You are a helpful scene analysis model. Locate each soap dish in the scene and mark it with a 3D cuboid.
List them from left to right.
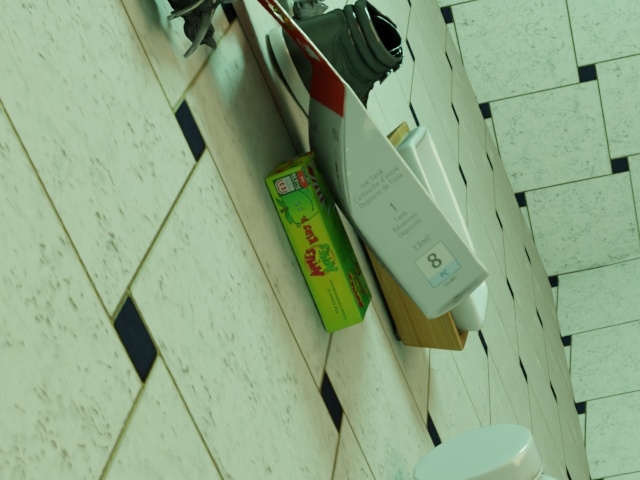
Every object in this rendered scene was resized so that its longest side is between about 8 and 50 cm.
[{"bbox_3d":[0.129,-0.005,1.859,0.229,0.118,0.290,-52,123,-74],"label":"soap dish"}]

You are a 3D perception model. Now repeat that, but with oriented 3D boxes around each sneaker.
[{"bbox_3d":[0.052,-0.204,1.767,0.296,0.147,0.104,50,23,-60],"label":"sneaker"}]

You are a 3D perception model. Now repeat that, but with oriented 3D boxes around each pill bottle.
[{"bbox_3d":[0.228,0.387,1.544,0.188,0.188,0.333,-60,130,-73],"label":"pill bottle"}]

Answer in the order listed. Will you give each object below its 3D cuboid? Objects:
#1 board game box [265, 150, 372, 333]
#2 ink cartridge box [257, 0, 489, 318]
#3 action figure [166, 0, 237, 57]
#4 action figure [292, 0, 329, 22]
[{"bbox_3d":[0.000,0.000,1.487,0.092,0.043,0.181,-59,128,-73],"label":"board game box"},{"bbox_3d":[0.013,-0.110,1.517,0.385,0.091,0.308,51,2,-12],"label":"ink cartridge box"},{"bbox_3d":[-0.105,-0.297,1.280,0.164,0.141,0.275,58,15,-50],"label":"action figure"},{"bbox_3d":[-0.031,-0.413,1.812,0.185,0.099,0.285,-109,-165,-75],"label":"action figure"}]
